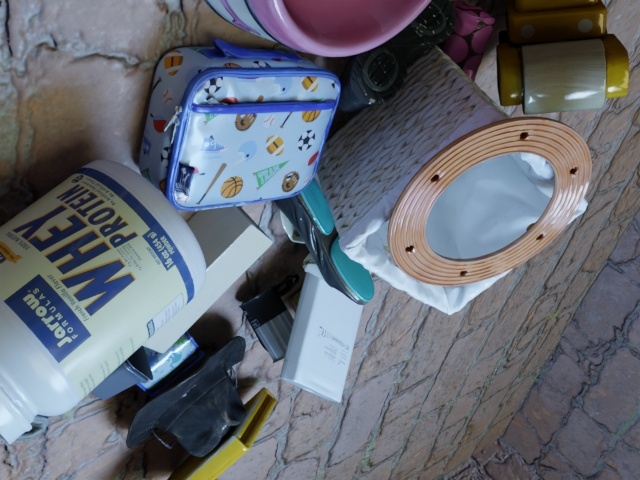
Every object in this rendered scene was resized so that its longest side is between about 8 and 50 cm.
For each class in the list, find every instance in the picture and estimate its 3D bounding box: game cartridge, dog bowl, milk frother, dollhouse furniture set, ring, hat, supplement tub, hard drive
[{"bbox_3d":[-0.246,0.480,1.593,0.324,0.052,0.285,-45,180,12],"label":"game cartridge"},{"bbox_3d":[0.031,-0.419,0.937,0.408,0.150,0.408,-29,145,-23],"label":"dog bowl"},{"bbox_3d":[-0.072,0.153,1.489,0.143,0.135,0.129,-31,179,-13],"label":"milk frother"},{"bbox_3d":[-0.014,0.158,1.635,0.076,0.058,0.152,-39,148,-10],"label":"dollhouse furniture set"},{"bbox_3d":[0.258,-0.054,1.134,0.336,0.032,0.336,-13,138,-12],"label":"ring"},{"bbox_3d":[-0.230,0.342,1.453,0.331,0.134,0.331,-39,168,-10],"label":"hat"},{"bbox_3d":[-0.335,0.074,0.951,0.325,0.235,0.235,-44,151,-28],"label":"supplement tub"},{"bbox_3d":[0.025,0.129,1.477,0.233,0.047,0.353,43,58,-58],"label":"hard drive"}]

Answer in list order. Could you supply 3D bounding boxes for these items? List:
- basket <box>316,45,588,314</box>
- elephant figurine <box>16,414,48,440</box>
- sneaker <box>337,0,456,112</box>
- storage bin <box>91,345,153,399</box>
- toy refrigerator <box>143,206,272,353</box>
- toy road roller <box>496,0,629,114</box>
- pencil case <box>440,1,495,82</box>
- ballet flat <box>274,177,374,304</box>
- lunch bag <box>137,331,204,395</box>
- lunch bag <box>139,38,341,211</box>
[{"bbox_3d":[0.214,-0.103,1.281,0.331,0.266,0.328,-41,134,21],"label":"basket"},{"bbox_3d":[-0.487,0.228,1.121,0.239,0.186,0.169,-47,-167,24],"label":"elephant figurine"},{"bbox_3d":[0.110,-0.316,1.200,0.286,0.109,0.130,-48,-165,-25],"label":"sneaker"},{"bbox_3d":[-0.349,0.198,1.236,0.091,0.135,0.098,-32,139,2],"label":"storage bin"},{"bbox_3d":[-0.217,0.055,1.245,0.269,0.102,0.094,-46,148,1],"label":"toy refrigerator"},{"bbox_3d":[0.410,-0.380,1.290,0.329,0.202,0.240,-72,156,-59],"label":"toy road roller"},{"bbox_3d":[0.246,-0.329,1.344,0.095,0.098,0.209,15,128,-3],"label":"pencil case"},{"bbox_3d":[0.000,0.000,1.337,0.096,0.280,0.095,-17,-161,37],"label":"ballet flat"},{"bbox_3d":[-0.292,0.215,1.360,0.129,0.096,0.151,-38,162,-14],"label":"lunch bag"},{"bbox_3d":[-0.117,-0.172,1.090,0.303,0.115,0.243,-12,133,-43],"label":"lunch bag"}]
